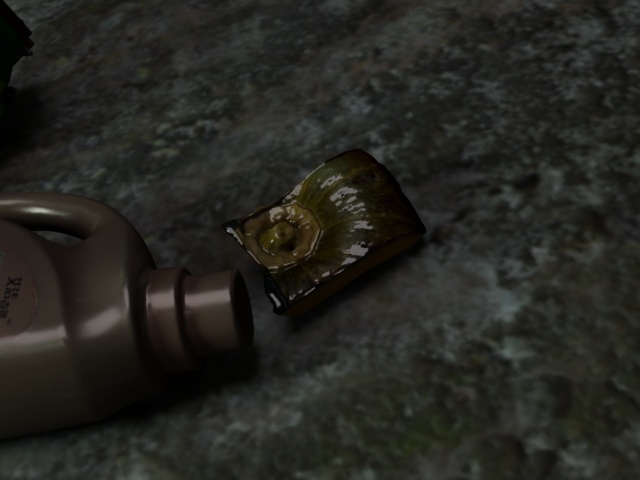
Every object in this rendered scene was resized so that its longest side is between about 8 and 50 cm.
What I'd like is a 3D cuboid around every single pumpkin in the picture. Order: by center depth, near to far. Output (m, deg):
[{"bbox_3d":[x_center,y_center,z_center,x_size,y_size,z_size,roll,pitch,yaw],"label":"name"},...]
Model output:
[{"bbox_3d":[0.002,0.000,0.840,0.101,0.035,0.073,-28,49,-19],"label":"pumpkin"}]

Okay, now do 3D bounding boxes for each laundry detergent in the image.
[{"bbox_3d":[-0.152,0.028,0.830,0.237,0.076,0.171,-11,37,9],"label":"laundry detergent"}]

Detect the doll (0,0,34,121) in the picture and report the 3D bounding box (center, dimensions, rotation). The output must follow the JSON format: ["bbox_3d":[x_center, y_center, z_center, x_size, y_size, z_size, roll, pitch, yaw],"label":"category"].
[{"bbox_3d":[-0.262,-0.093,1.006,0.134,0.106,0.186,-1,56,30],"label":"doll"}]
